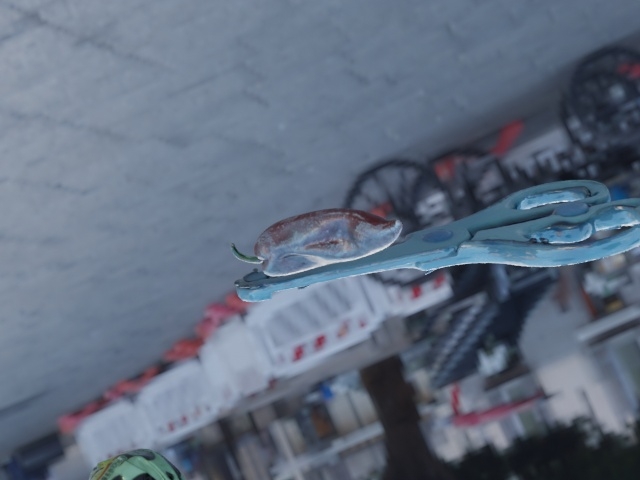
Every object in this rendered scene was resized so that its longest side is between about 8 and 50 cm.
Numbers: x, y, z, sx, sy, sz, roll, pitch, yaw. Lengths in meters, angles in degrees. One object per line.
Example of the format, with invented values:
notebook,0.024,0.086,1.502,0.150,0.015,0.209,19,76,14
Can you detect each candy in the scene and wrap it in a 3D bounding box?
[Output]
candy,-0.070,0.244,1.334,0.305,0.091,0.083,17,-118,35

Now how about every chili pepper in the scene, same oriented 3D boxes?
chili pepper,0.000,-0.001,1.385,0.153,0.041,0.050,-16,148,19

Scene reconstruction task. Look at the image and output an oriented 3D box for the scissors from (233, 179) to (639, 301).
scissors,0.116,0.008,1.503,0.393,0.032,0.180,-13,-163,-7
